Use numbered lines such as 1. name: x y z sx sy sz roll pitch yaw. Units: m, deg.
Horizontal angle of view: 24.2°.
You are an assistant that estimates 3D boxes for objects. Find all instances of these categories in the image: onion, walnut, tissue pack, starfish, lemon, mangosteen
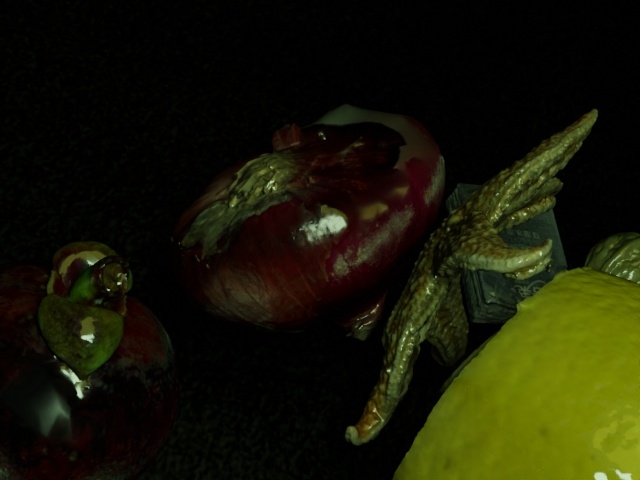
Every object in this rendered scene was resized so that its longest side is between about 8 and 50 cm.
1. onion: 0.000 0.000 1.372 0.272 0.272 0.195 -42 117 -39
2. walnut: 0.320 0.033 1.573 0.092 0.092 0.092 12 52 -16
3. tissue pack: 0.198 0.017 1.548 0.112 0.051 0.156 6 54 -21
4. starfish: 0.134 0.024 1.316 0.094 0.327 0.375 36 90 4
5. lemon: 0.254 0.225 1.221 0.364 0.364 0.364 12 52 -16
6. mangosteen: -0.212 0.111 1.197 0.216 0.216 0.216 12 52 -16
